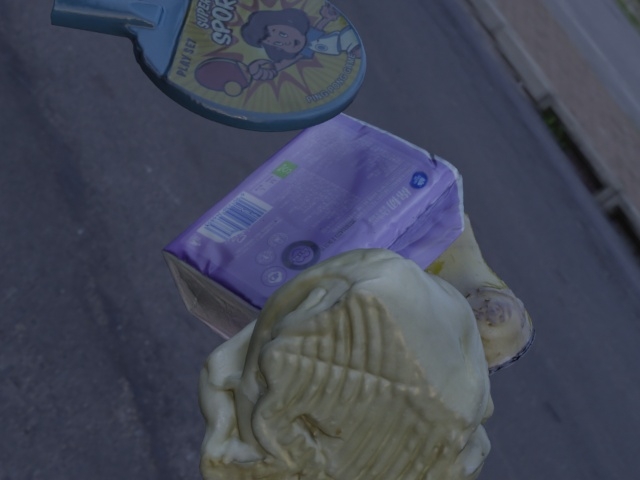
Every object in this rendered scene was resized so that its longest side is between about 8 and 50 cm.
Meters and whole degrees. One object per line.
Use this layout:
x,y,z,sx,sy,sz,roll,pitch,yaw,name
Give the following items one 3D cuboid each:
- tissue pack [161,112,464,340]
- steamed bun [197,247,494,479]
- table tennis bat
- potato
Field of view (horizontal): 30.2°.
0.000,0.000,1.574,0.242,0.338,0.160,31,-29,34,tissue pack
0.029,0.150,1.108,0.203,0.276,0.289,-53,130,-71,steamed bun
-0.114,-0.209,1.227,0.329,0.044,0.215,13,54,-2,table tennis bat
0.134,0.022,1.903,0.397,0.289,0.296,42,-28,58,potato
